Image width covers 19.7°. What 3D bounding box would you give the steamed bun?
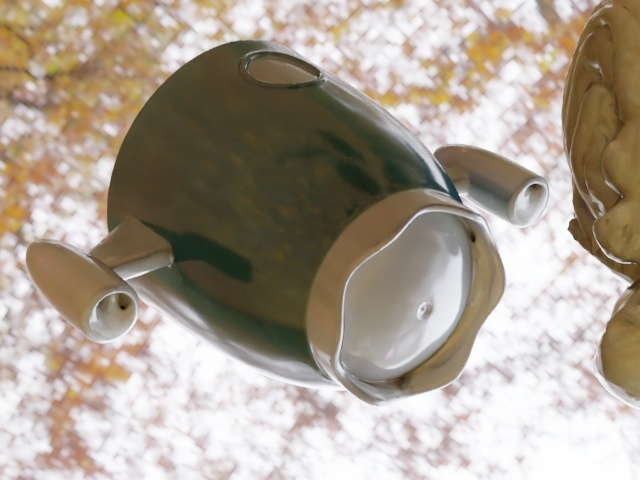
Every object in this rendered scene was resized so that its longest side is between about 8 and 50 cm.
[{"bbox_3d":[0.344,-0.019,1.321,0.352,0.247,0.339,6,-83,20],"label":"steamed bun"}]

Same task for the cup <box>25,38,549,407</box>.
[{"bbox_3d":[0.000,0.000,0.952,0.173,0.300,0.167,32,-52,45],"label":"cup"}]
